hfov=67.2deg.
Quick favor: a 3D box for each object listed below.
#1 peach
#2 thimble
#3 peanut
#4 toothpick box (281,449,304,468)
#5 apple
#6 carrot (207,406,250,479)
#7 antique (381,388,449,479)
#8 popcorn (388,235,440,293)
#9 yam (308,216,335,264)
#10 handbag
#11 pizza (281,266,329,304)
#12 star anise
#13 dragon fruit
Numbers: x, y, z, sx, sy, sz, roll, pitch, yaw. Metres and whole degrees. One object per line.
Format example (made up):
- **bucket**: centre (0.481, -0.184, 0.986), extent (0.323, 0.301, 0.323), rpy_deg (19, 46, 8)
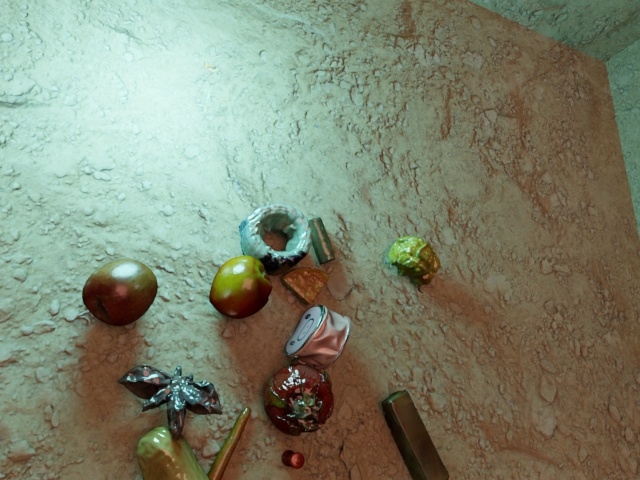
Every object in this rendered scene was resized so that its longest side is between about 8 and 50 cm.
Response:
- **peach**: centre (-0.249, 0.151, 1.480), extent (0.197, 0.197, 0.198), rpy_deg (8, 68, -22)
- **thimble**: centre (-0.154, -0.009, 1.592), extent (0.237, 0.150, 0.238), rpy_deg (8, 68, -20)
- **peanut**: centre (-0.370, 0.635, 1.267), extent (0.147, 0.147, 0.319), rpy_deg (-34, 93, -30)
- **toothpick box**: centre (-0.081, 0.648, 1.424), extent (0.047, 0.083, 0.047), rpy_deg (8, 70, -22)
- **apple**: centre (-0.558, 0.143, 1.344), extent (0.181, 0.181, 0.168), rpy_deg (39, 38, -7)
- **carrot**: centre (-0.265, 0.596, 1.386), extent (0.043, 0.043, 0.248), rpy_deg (33, 59, -10)
- **antique**: centre (0.303, 0.654, 1.590), extent (0.087, 0.093, 0.310), rpy_deg (-22, 82, -29)
- **popcorn**: centre (0.347, 0.078, 1.795), extent (0.195, 0.168, 0.174), rpy_deg (50, 37, -45)
- **yam**: centre (0.000, 0.000, 1.705), extent (0.068, 0.068, 0.170), rpy_deg (-18, 80, -28)
- **handbag**: centre (-0.007, 0.304, 1.532), extent (0.116, 0.179, 0.205), rpy_deg (37, 67, -17)
- **pizza**: centre (-0.053, 0.155, 1.636), extent (0.174, 0.046, 0.134), rpy_deg (9, 67, -21)
- **star anise**: centre (-0.391, 0.415, 1.311), extent (0.257, 0.111, 0.198), rpy_deg (31, 27, 26)
- **dragon fruit**: centre (-0.056, 0.487, 1.411), extent (0.218, 0.148, 0.224), rpy_deg (35, 92, -14)
